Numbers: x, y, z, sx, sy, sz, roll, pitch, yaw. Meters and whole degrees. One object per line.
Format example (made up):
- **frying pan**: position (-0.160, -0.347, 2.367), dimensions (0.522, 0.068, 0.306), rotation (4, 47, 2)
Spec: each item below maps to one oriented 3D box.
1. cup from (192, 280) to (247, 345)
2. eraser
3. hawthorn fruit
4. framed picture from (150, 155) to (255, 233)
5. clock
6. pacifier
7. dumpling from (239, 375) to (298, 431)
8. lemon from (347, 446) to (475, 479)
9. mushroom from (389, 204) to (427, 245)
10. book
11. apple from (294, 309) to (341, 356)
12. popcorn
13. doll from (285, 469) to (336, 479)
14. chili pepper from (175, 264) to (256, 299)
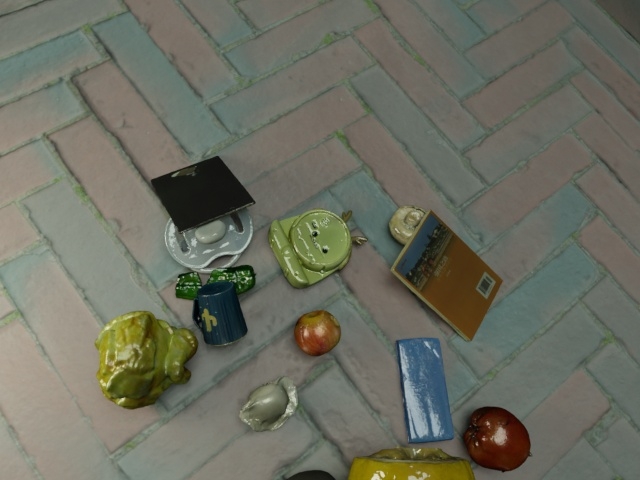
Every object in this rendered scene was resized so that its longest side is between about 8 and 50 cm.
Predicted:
- **cup**: position (-0.308, 0.207, 1.548), dimensions (0.131, 0.176, 0.155), rotation (-34, 121, -55)
- **eraser**: position (0.322, 0.460, 1.639), dimensions (0.144, 0.043, 0.312), rotation (-1, 70, -10)
- **hawthorn fruit**: position (0.534, 0.594, 1.559), dimensions (0.202, 0.185, 0.185), rotation (29, 67, -3)
- **framed picture**: position (-0.377, -0.155, 1.664), dimensions (0.244, 0.013, 0.324), rotation (-23, 44, -18)
- **clock**: position (0.000, 0.000, 1.723), dimensions (0.307, 0.096, 0.235), rotation (-23, 75, -19)
- **pacifier**: position (-0.327, -0.016, 1.611), dimensions (0.278, 0.207, 0.228), rotation (-23, 93, -17)
- **dumpling**: position (-0.145, 0.477, 1.520), dimensions (0.188, 0.108, 0.127), rotation (-28, 103, -33)
- **lemon**: position (0.237, 0.719, 1.372), dimensions (0.364, 0.364, 0.364), rotation (3, 69, -9)
- **mushroom**: position (0.311, -0.055, 1.789), dimensions (0.154, 0.122, 0.154), rotation (3, 57, -5)
- **book**: position (0.425, 0.115, 1.739), dimensions (0.374, 0.028, 0.263), rotation (42, 68, -13)
- **apple**: position (-0.012, 0.275, 1.591), dimensions (0.146, 0.146, 0.147), rotation (3, 69, -9)
- **popcorn**: position (-0.481, 0.332, 1.451), dimensions (0.276, 0.277, 0.225), rotation (-26, 40, -18)
- **doll**: position (-0.060, 0.816, 1.333), dimensions (0.378, 0.252, 0.383), rotation (-21, 81, -17)
- **chili pepper**: position (-0.320, 0.135, 1.621), dimensions (0.253, 0.083, 0.099), rotation (-8, 90, -6)
